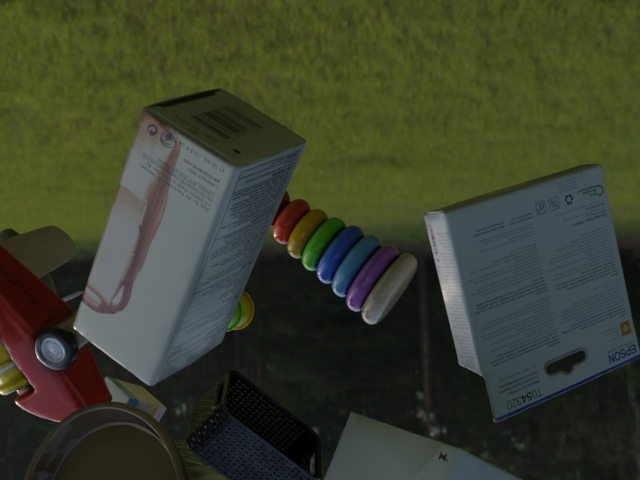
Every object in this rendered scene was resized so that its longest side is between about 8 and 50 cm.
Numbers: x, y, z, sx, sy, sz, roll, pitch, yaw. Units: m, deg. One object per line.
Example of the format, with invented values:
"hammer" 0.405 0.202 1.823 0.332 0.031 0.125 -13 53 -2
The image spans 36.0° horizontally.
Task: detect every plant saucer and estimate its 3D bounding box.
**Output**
"plant saucer" -0.266 0.340 1.217 0.278 0.277 0.041 -3 163 31

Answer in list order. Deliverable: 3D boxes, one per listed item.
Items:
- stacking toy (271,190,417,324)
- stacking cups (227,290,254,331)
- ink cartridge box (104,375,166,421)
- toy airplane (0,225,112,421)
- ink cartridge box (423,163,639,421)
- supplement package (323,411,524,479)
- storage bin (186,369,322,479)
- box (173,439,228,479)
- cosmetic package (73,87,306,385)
"stacking toy" 0.000 0.000 1.712 0.330 0.141 0.141 35 -172 11
"stacking cups" -0.240 0.162 2.053 0.096 0.096 0.316 -3 -177 19
"ink cartridge box" -0.400 0.355 2.048 0.090 0.092 0.143 32 180 34
"toy airplane" -0.501 0.089 1.393 0.386 0.384 0.272 18 126 -38
"ink cartridge box" 0.339 0.074 1.544 0.324 0.330 0.071 -16 -173 -29
"supplement package" 0.152 0.382 1.331 0.198 0.199 0.263 10 163 47
"storage bin" -0.091 0.285 1.395 0.180 0.084 0.122 39 -163 -14
"box" -0.262 0.519 1.871 0.313 0.178 0.343 20 -173 43
"cosmetic package" -0.150 -0.005 1.102 0.129 0.296 0.153 33 -152 16
